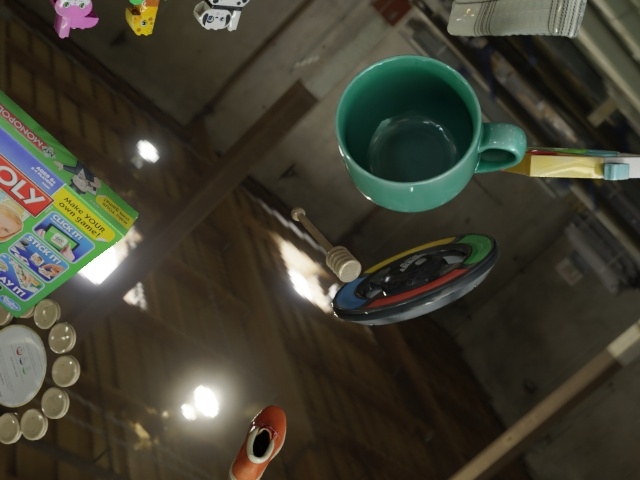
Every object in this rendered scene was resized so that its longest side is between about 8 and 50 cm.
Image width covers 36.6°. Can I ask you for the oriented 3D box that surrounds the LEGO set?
[{"bbox_3d":[-0.196,-0.253,1.031,0.227,0.093,0.087,-5,-138,-34],"label":"LEGO set"}]

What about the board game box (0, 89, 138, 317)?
[{"bbox_3d":[-0.379,-0.073,1.028,0.317,0.213,0.046,44,-143,-19],"label":"board game box"}]

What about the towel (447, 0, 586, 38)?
[{"bbox_3d":[0.278,-0.435,1.337,0.056,0.312,0.324,7,-171,-23],"label":"towel"}]

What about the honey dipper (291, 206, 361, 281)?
[{"bbox_3d":[0.000,0.000,1.173,0.030,0.030,0.161,37,-174,-38],"label":"honey dipper"}]

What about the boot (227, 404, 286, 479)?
[{"bbox_3d":[-0.081,0.291,1.437,0.059,0.085,0.158,27,-142,1],"label":"boot"}]

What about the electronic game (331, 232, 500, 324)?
[{"bbox_3d":[0.122,0.046,1.252,0.229,0.229,0.048,-74,-37,-75],"label":"electronic game"}]

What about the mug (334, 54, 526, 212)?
[{"bbox_3d":[0.092,-0.083,0.890,0.157,0.129,0.097,42,171,19],"label":"mug"}]

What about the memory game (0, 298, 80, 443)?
[{"bbox_3d":[-0.362,0.151,1.162,0.186,0.186,0.012,52,-166,23],"label":"memory game"}]

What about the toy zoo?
[{"bbox_3d":[0.342,-0.112,1.377,0.192,0.030,0.293,0,-172,-13],"label":"toy zoo"}]
